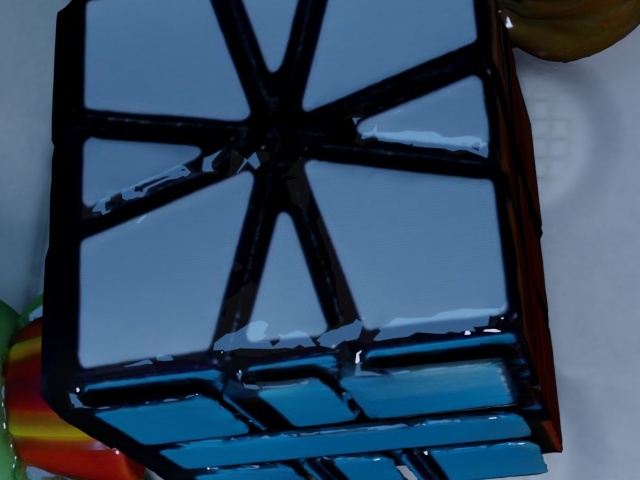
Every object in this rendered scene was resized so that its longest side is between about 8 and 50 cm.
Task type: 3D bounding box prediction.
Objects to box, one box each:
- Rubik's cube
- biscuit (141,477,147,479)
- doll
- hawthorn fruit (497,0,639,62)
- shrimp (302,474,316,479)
[{"bbox_3d":[0.000,0.000,0.905,0.288,0.283,0.293,-9,64,10],"label":"Rubik's cube"},{"bbox_3d":[-0.154,0.213,1.029,0.084,0.023,0.084,-5,72,14],"label":"biscuit"},{"bbox_3d":[-0.292,0.119,1.017,0.363,0.160,0.183,-5,79,15],"label":"doll"},{"bbox_3d":[0.151,-0.284,0.981,0.267,0.268,0.301,19,75,18],"label":"hawthorn fruit"},{"bbox_3d":[-0.001,0.239,0.968,0.251,0.052,0.143,35,82,21],"label":"shrimp"}]
